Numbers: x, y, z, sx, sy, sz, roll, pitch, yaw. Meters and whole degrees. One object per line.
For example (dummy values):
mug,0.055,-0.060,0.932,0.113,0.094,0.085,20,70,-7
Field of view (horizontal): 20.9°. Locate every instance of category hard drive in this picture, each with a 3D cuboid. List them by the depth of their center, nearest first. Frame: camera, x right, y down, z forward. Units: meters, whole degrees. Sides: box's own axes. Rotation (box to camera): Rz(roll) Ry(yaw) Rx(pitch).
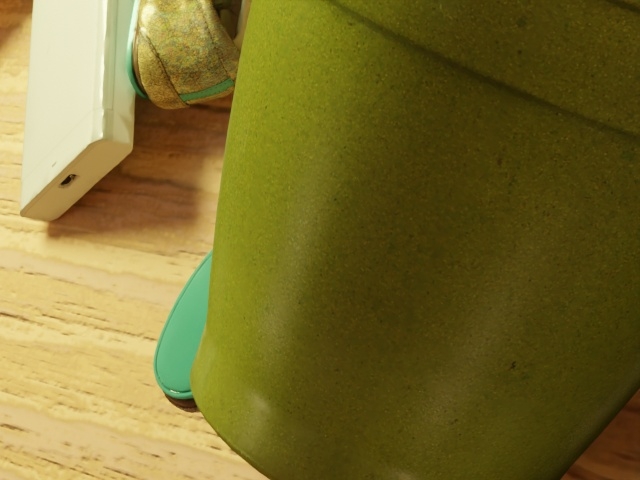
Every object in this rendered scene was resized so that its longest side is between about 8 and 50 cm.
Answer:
hard drive,-0.208,-0.193,1.527,0.203,0.040,0.307,-33,52,56

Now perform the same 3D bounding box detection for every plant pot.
plant pot,0.089,-0.023,1.047,0.366,0.366,0.353,40,115,44

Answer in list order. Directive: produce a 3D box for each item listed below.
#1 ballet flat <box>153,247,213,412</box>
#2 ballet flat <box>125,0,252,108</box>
ballet flat,0.000,0.000,1.256,0.107,0.106,0.316,45,107,36
ballet flat,-0.093,-0.274,1.455,0.123,0.123,0.348,-17,63,38
